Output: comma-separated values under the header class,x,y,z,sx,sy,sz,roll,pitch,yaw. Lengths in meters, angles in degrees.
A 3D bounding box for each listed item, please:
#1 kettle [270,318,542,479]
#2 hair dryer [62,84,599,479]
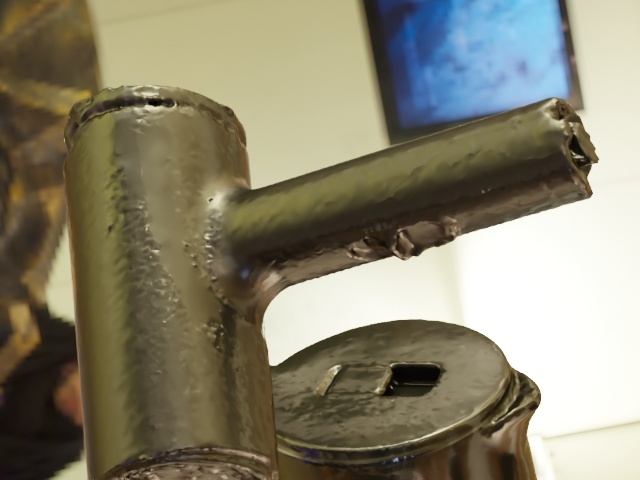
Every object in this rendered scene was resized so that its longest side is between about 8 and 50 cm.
class,x,y,z,sx,sy,sz,roll,pitch,yaw
kettle,0.046,0.219,1.264,0.262,0.203,0.308,17,-52,47
hair dryer,0.000,0.000,0.776,0.089,0.251,0.197,39,37,-49
